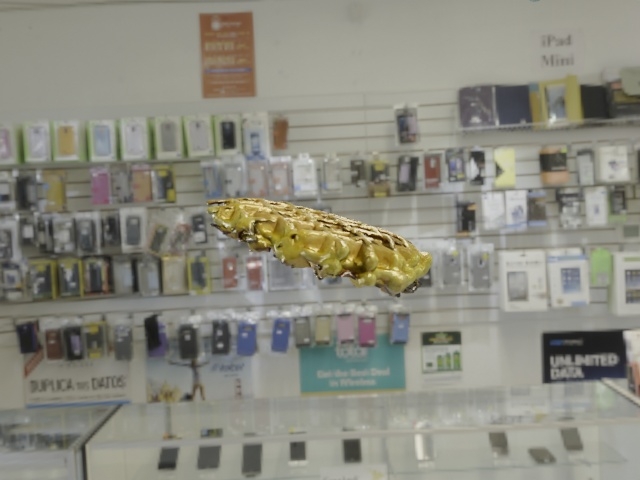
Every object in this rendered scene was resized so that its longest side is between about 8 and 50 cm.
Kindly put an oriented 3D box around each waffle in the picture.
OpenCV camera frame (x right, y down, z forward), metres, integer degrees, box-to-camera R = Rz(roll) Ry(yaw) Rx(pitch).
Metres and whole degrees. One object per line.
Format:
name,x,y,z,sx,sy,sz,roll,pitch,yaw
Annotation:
waffle,0.000,0.000,1.314,0.382,0.095,0.379,19,9,21
